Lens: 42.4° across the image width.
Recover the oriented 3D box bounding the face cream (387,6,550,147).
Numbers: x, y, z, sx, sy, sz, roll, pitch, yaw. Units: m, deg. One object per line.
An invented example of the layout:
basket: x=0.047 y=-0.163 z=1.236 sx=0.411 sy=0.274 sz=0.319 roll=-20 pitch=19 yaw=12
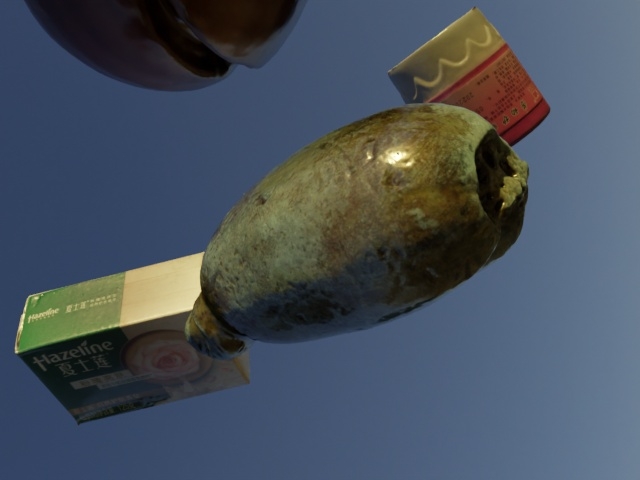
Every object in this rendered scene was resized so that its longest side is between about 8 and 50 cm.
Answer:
face cream: x=0.221 y=-0.223 z=1.243 sx=0.195 sy=0.175 sz=0.175 roll=53 pitch=-140 yaw=-7

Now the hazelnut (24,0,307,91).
hazelnut: x=-0.144 y=-0.365 z=0.899 sx=0.359 sy=0.359 sz=0.409 roll=-10 pitch=-63 yaw=-57

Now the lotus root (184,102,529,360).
lotus root: x=0.000 y=0.000 z=0.629 sx=0.158 sy=0.322 sz=0.139 roll=-29 pitch=-85 yaw=-56

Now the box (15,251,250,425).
box: x=-0.183 y=0.101 z=0.836 sx=0.081 sy=0.199 sz=0.135 roll=-100 pitch=-9 yaw=-45
